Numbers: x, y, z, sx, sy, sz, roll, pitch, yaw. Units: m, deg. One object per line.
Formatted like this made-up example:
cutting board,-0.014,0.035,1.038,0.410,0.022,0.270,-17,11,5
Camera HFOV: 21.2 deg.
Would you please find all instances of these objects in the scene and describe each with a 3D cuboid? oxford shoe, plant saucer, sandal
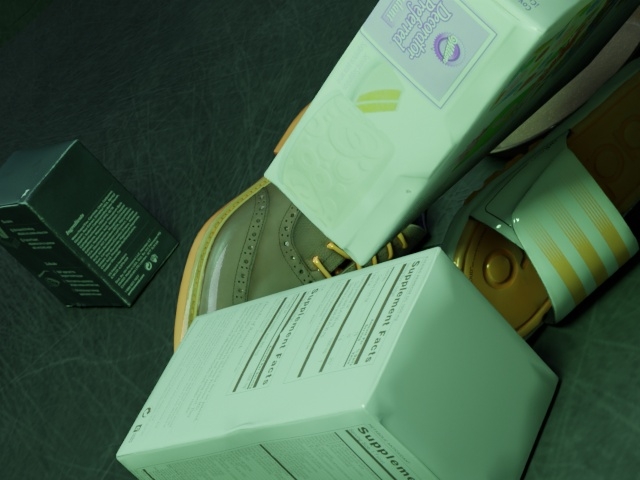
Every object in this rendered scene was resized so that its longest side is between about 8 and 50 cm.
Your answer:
oxford shoe,0.000,0.000,1.369,0.133,0.130,0.364,-10,41,41
plant saucer,0.196,-0.132,1.379,0.198,0.036,0.198,-36,24,19
sandal,0.184,-0.035,1.151,0.265,0.102,0.076,-47,20,-13

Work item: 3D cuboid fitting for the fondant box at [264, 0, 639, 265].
fondant box,0.133,-0.153,1.134,0.330,0.096,0.238,-42,-8,-43

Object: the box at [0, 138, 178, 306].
box,-0.257,-0.015,1.766,0.156,0.158,0.093,-3,46,56

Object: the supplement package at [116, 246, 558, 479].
supplement package,0.010,0.118,1.130,0.244,0.139,0.134,-17,35,44
